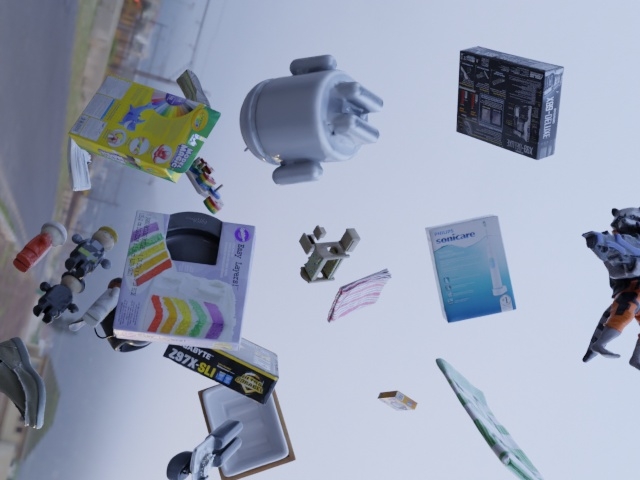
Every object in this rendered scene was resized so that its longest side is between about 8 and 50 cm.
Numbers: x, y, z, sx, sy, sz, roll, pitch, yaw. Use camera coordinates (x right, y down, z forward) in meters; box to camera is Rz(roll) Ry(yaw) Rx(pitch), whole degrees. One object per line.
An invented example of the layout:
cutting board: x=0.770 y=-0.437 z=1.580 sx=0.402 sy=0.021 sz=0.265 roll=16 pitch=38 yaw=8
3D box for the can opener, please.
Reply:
can opener: x=-0.237 y=0.441 z=1.768 sx=0.280 sy=0.093 sz=0.074 roll=-7 pitch=103 yaw=-75

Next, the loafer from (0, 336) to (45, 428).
loafer: x=-0.634 y=0.299 z=1.717 sx=0.251 sy=0.087 sz=0.094 roll=44 pitch=-51 yaw=44

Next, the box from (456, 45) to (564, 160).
box: x=0.505 y=-0.377 z=2.256 sx=0.307 sy=0.077 sz=0.242 roll=29 pitch=-50 yaw=47

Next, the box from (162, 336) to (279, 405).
box: x=-0.229 y=0.276 z=1.988 sx=0.079 sy=0.257 sz=0.322 roll=-62 pitch=-177 yaw=0

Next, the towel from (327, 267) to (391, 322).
towel: x=0.096 y=0.144 z=2.091 sx=0.029 sy=0.144 sz=0.197 roll=61 pitch=-22 yaw=22

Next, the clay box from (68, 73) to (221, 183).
clay box: x=-0.273 y=-0.176 z=1.321 sx=0.127 sy=0.222 sz=0.053 roll=-62 pitch=160 yaw=-19

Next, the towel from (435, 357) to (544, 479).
towel: x=0.414 y=0.446 z=2.014 sx=0.038 sy=0.248 sz=0.325 roll=-40 pitch=-138 yaw=9

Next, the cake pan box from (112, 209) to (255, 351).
cake pan box: x=-0.260 y=0.074 z=1.630 sx=0.070 sy=0.246 sz=0.266 roll=110 pitch=-11 yaw=-64

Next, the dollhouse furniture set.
dollhouse furniture set: x=0.000 y=0.000 z=2.321 sx=0.161 sy=0.101 sz=0.182 roll=60 pitch=-42 yaw=31

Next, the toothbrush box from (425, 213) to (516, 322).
toothbrush box: x=0.457 y=0.083 z=2.542 sx=0.126 sy=0.216 sz=0.295 roll=-88 pitch=165 yaw=-86

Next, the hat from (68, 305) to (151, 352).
hat: x=-0.446 y=0.198 z=2.047 sx=0.134 sy=0.331 sz=0.331 roll=63 pitch=-24 yaw=3

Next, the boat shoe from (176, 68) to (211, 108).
boat shoe: x=-0.308 y=-0.342 z=2.005 sx=0.048 sy=0.056 sz=0.153 roll=-33 pitch=-112 yaw=22

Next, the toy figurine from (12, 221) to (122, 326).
toy figurine: x=-0.525 y=0.069 z=1.790 sx=0.148 sy=0.210 sz=0.213 roll=-59 pitch=144 yaw=-52

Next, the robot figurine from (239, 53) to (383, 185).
robot figurine: x=-0.036 y=-0.267 z=1.840 sx=0.354 sy=0.200 sz=0.299 roll=1 pitch=-105 yaw=37

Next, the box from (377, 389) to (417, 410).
box: x=0.237 y=0.503 z=2.599 sx=0.028 sy=0.081 sz=0.136 roll=-62 pitch=-166 yaw=-24

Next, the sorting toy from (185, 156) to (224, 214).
sorting toy: x=-0.304 y=-0.171 z=2.155 sx=0.046 sy=0.132 sz=0.274 roll=-38 pitch=-114 yaw=8

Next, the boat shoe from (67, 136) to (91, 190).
boat shoe: x=-0.719 y=-0.237 z=2.483 sx=0.066 sy=0.063 sz=0.184 roll=-41 pitch=-124 yaw=54

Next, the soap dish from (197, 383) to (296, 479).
soap dish: x=-0.220 y=0.558 z=2.494 sx=0.118 sy=0.229 sz=0.290 roll=76 pitch=-5 yaw=-69

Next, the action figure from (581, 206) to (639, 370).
action figure: x=0.596 y=0.080 z=1.668 sx=0.178 sy=0.341 sz=0.330 roll=-10 pitch=-115 yaw=58
